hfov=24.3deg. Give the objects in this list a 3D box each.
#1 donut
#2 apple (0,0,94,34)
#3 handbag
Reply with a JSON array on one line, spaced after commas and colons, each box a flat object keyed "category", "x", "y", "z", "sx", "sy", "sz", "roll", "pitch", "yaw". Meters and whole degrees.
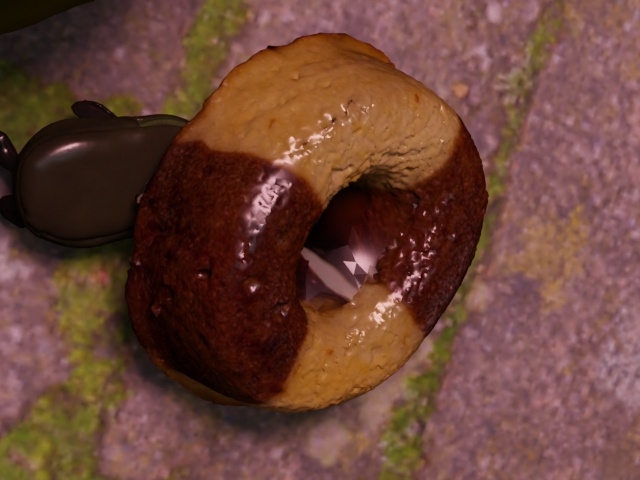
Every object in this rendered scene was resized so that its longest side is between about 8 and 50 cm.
[{"category": "donut", "x": 0.000, "y": 0.000, "z": 0.684, "sx": 0.184, "sy": 0.073, "sz": 0.166, "roll": -48, "pitch": 127, "yaw": -13}, {"category": "apple", "x": -0.144, "y": -0.205, "z": 0.516, "sx": 0.292, "sy": 0.292, "sz": 0.254, "roll": -23, "pitch": 88, "yaw": -14}, {"category": "handbag", "x": -0.091, "y": -0.029, "z": 0.683, "sx": 0.111, "sy": 0.047, "sz": 0.072, "roll": -10, "pitch": 115, "yaw": -23}]
